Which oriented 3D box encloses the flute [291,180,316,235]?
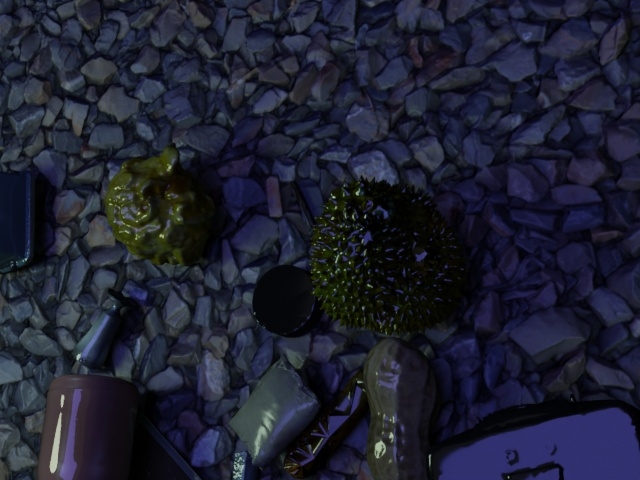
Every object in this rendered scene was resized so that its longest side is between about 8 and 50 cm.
[{"bbox_3d":[0.000,0.000,1.628,0.014,0.014,0.269,-31,67,16],"label":"flute"}]

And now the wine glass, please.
[{"bbox_3d":[-0.442,0.182,1.765,0.072,0.072,0.155,31,92,28],"label":"wine glass"}]

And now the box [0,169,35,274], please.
[{"bbox_3d":[-0.716,-0.044,1.912,0.162,0.130,0.226,-15,73,37],"label":"box"}]

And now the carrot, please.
[{"bbox_3d":[0.022,0.322,1.515,0.069,0.069,0.228,43,97,27],"label":"carrot"}]

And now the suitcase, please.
[{"bbox_3d":[0.346,0.406,1.272,0.345,0.188,0.339,-20,72,22],"label":"suitcase"}]

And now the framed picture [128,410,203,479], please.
[{"bbox_3d":[-0.323,0.511,1.660,0.293,0.018,0.231,40,97,27],"label":"framed picture"}]

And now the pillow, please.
[{"bbox_3d":[-0.083,0.312,1.544,0.181,0.078,0.134,-49,40,9],"label":"pillow"}]

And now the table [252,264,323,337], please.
[{"bbox_3d":[-0.060,0.113,1.613,0.134,0.043,0.133,-6,75,24],"label":"table"}]

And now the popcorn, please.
[{"bbox_3d":[-0.307,-0.064,1.694,0.216,0.181,0.235,-47,70,7],"label":"popcorn"}]

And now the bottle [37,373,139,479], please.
[{"bbox_3d":[-0.427,0.415,1.620,0.173,0.206,0.296,-16,62,35],"label":"bottle"}]

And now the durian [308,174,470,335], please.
[{"bbox_3d":[0.099,0.033,1.453,0.225,0.291,0.291,-32,59,59],"label":"durian"}]

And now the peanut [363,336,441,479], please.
[{"bbox_3d":[0.140,0.310,1.429,0.120,0.136,0.298,161,109,-63],"label":"peanut"}]

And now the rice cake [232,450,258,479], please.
[{"bbox_3d":[-0.142,0.489,1.564,0.034,0.043,0.210,-2,78,37],"label":"rice cake"}]
